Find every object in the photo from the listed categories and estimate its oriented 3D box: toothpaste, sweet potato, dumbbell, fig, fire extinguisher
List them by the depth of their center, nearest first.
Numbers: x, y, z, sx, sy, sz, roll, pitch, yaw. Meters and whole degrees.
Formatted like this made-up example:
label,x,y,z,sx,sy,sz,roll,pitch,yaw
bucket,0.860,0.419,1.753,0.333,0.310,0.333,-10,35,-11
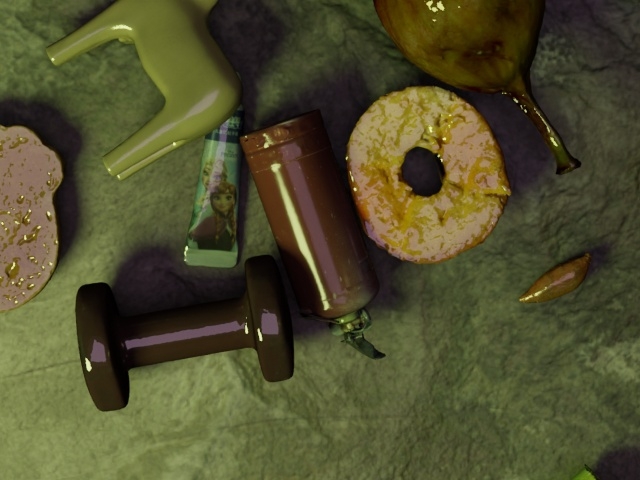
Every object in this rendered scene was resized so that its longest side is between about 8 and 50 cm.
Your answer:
label,x,y,z,sx,sy,sz,roll,pitch,yaw
fig,0.160,-0.199,1.334,0.190,0.190,0.290,-10,93,-2
dumbbell,-0.142,0.098,1.380,0.225,0.124,0.140,-9,135,-3
fire extinguisher,0.000,0.000,1.394,0.104,0.105,0.269,-19,97,-1
toothpaste,-0.108,-0.077,1.415,0.062,0.037,0.216,5,98,-17
sweet potato,0.265,0.046,1.451,0.095,0.034,0.034,-33,97,11

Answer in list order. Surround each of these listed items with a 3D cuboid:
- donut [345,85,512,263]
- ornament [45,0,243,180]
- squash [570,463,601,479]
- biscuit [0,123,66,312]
label,x,y,z,sx,sy,sz,roll,pitch,yaw
donut,0.111,-0.072,1.410,0.174,0.074,0.190,-33,93,2
ornament,-0.163,-0.219,1.372,0.244,0.061,0.230,-31,80,2
squash,0.263,0.346,1.456,0.188,0.095,0.095,-44,97,3
biscuit,-0.363,-0.024,1.397,0.181,0.049,0.208,0,96,-4
